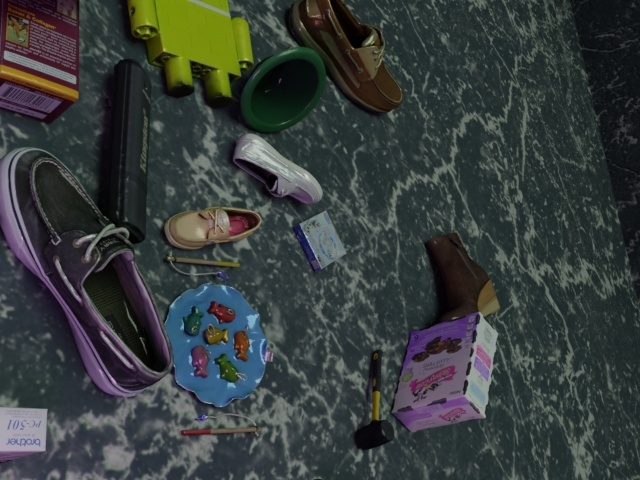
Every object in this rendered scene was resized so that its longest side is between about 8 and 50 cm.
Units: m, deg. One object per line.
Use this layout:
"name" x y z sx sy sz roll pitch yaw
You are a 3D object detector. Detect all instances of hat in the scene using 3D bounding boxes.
"hat" -0.105 -0.313 1.283 0.184 0.173 0.208 52 -2 28

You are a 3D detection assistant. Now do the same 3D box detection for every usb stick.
"usb stick" -0.269 -0.128 1.001 0.077 0.045 0.278 52 30 -62

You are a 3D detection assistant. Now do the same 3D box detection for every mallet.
"mallet" 0.104 0.270 1.237 0.039 0.062 0.190 39 45 -29

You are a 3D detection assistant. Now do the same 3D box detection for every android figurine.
"android figurine" -0.216 -0.362 1.188 0.248 0.056 0.273 8 67 -48

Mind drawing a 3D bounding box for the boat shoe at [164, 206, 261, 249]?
"boat shoe" -0.159 -0.026 1.078 0.170 0.059 0.063 -11 80 -52

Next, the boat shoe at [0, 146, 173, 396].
"boat shoe" -0.271 0.027 0.866 0.121 0.119 0.335 -36 100 -52

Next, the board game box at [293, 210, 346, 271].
"board game box" 0.000 0.000 1.286 0.090 0.020 0.090 -29 94 -52

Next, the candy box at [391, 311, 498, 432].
"candy box" 0.233 0.245 1.320 0.070 0.164 0.196 47 42 -23

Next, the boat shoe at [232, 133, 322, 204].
"boat shoe" -0.074 -0.109 1.222 0.184 0.066 0.063 40 55 -31

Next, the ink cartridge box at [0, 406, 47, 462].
"ink cartridge box" -0.381 0.185 0.674 0.207 0.097 0.046 17 59 -44

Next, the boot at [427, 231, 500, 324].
"boot" 0.282 0.093 1.548 0.248 0.090 0.207 -15 72 -51

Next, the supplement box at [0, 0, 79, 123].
"supplement box" -0.378 -0.262 0.919 0.104 0.080 0.188 14 61 -45

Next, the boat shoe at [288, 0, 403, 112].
"boat shoe" 0.076 -0.396 1.499 0.324 0.119 0.123 36 47 -34

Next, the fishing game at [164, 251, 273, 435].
"fishing game" -0.141 0.148 1.028 0.189 0.041 0.264 13 62 -43

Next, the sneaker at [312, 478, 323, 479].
"sneaker" -0.005 0.437 1.039 0.075 0.057 0.161 48 37 -48
